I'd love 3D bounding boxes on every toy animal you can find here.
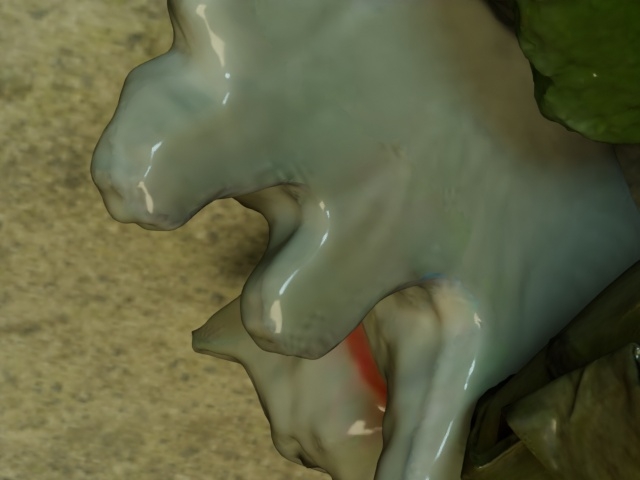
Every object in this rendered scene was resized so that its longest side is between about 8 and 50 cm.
[{"bbox_3d":[0.000,0.000,0.785,0.307,0.188,0.266,1,102,-39],"label":"toy animal"}]

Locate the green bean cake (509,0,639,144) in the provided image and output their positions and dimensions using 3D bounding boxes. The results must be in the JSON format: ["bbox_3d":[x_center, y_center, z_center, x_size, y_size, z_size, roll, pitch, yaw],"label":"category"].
[{"bbox_3d":[0.175,-0.164,0.640,0.249,0.156,0.247,-8,142,9],"label":"green bean cake"}]

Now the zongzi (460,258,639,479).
[{"bbox_3d":[0.254,-0.003,0.673,0.160,0.323,0.360,52,142,12],"label":"zongzi"}]
